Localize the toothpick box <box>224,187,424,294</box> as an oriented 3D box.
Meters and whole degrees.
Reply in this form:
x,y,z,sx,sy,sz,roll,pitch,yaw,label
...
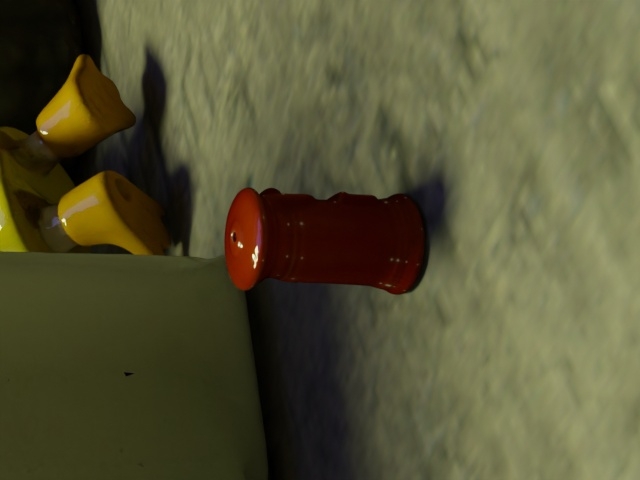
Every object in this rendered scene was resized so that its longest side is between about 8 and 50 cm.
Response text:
x,y,z,sx,sy,sz,roll,pitch,yaw,label
0.000,0.000,0.711,0.047,0.083,0.047,-177,90,-65,toothpick box

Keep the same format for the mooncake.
x,y,z,sx,sy,sz,roll,pitch,yaw,label
-0.256,-0.108,1.236,0.228,0.124,0.228,178,90,-70,mooncake

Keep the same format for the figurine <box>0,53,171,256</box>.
x,y,z,sx,sy,sz,roll,pitch,yaw,label
-0.273,0.016,1.060,0.343,0.187,0.215,-29,41,13,figurine

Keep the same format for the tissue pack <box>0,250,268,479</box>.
x,y,z,sx,sy,sz,roll,pitch,yaw,label
-0.218,0.157,0.831,0.207,0.380,0.297,-38,57,57,tissue pack
